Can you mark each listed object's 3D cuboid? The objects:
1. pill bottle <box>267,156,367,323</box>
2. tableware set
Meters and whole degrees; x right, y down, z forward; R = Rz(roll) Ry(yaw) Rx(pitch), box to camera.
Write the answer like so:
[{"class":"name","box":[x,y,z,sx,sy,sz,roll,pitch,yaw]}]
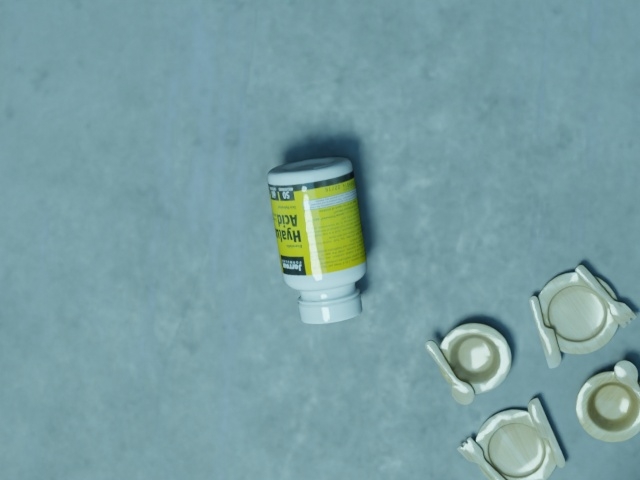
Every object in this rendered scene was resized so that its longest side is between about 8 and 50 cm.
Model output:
[{"class":"pill bottle","box":[0.000,0.000,1.404,0.065,0.065,0.116,-8,100,10]},{"class":"tableware set","box":[0.169,0.108,1.423,0.168,0.020,0.141,-27,96,13]}]
